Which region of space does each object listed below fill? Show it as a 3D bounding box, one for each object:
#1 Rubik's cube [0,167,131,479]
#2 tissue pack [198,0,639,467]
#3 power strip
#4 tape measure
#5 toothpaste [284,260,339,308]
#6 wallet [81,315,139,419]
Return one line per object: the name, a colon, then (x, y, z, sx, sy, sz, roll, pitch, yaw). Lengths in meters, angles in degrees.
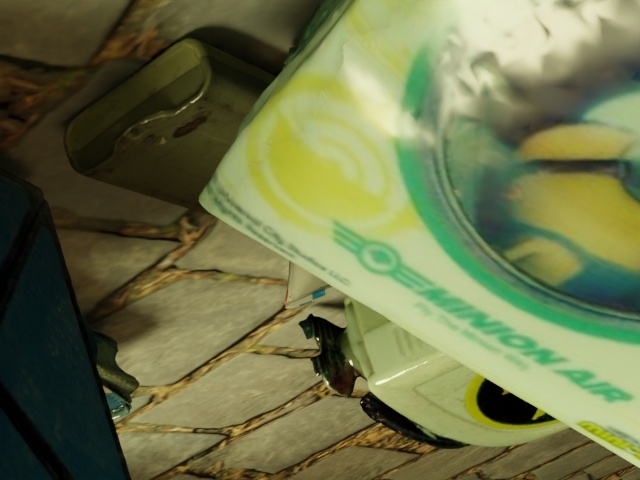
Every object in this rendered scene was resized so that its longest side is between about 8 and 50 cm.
Rubik's cube: (-0.251, 0.099, 0.617, 0.255, 0.260, 0.259, -25, 155, 12)
tissue pack: (0.167, -0.083, 0.566, 0.287, 0.162, 0.388, 30, 137, -12)
power strip: (-0.022, -0.043, 0.784, 0.092, 0.034, 0.268, -33, 155, 23)
tape measure: (0.133, 0.072, 1.073, 0.235, 0.115, 0.207, -25, 145, 13)
toothpaste: (0.000, 0.000, 0.816, 0.048, 0.031, 0.190, -21, 161, -8)
wallet: (-0.206, 0.078, 0.860, 0.141, 0.059, 0.202, -20, 157, 11)
